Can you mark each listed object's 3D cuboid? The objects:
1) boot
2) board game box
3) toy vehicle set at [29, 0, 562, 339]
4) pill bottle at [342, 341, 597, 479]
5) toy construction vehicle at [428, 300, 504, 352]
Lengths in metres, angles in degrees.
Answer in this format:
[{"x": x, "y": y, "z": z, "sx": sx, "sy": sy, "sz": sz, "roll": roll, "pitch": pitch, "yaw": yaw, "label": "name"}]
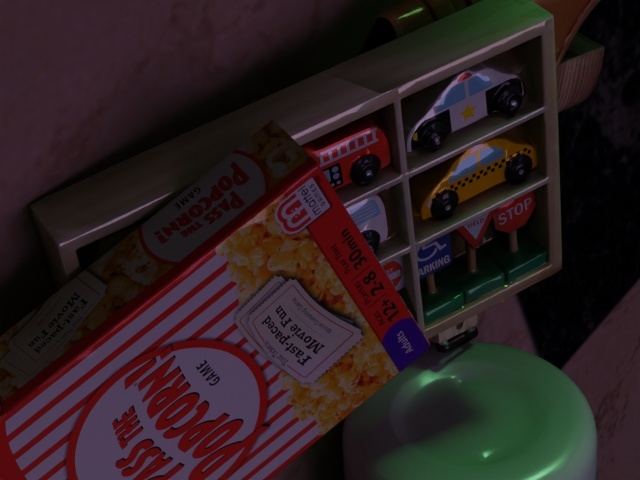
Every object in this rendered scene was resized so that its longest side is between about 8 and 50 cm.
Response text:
[{"x": 0.087, "y": -0.134, "z": 0.903, "sx": 0.152, "sy": 0.073, "sz": 0.197, "roll": -19, "pitch": 123, "yaw": -34, "label": "boot"}, {"x": -0.058, "y": 0.058, "z": 0.806, "sx": 0.193, "sy": 0.045, "sz": 0.147, "roll": -39, "pitch": 136, "yaw": -5, "label": "board game box"}, {"x": 0.000, "y": 0.000, "z": 0.866, "sx": 0.267, "sy": 0.035, "sz": 0.166, "roll": -26, "pitch": 133, "yaw": -18, "label": "toy vehicle set"}, {"x": 0.091, "y": 0.201, "z": 1.067, "sx": 0.146, "sy": 0.146, "sz": 0.264, "roll": -32, "pitch": 135, "yaw": -32, "label": "pill bottle"}, {"x": 0.075, "y": 0.014, "z": 1.023, "sx": 0.098, "sy": 0.035, "sz": 0.086, "roll": -27, "pitch": 121, "yaw": -40, "label": "toy construction vehicle"}]
